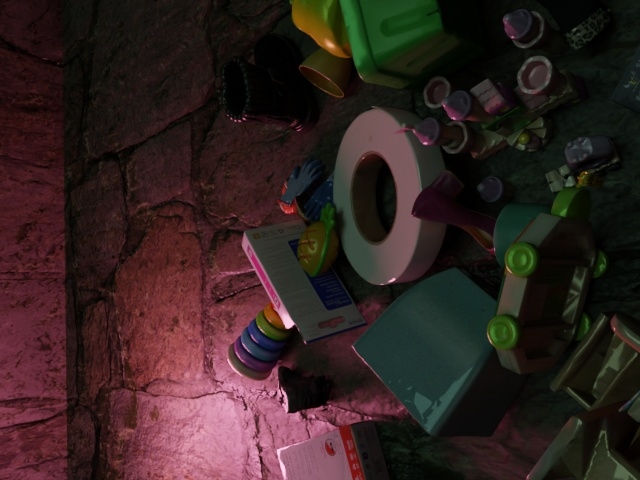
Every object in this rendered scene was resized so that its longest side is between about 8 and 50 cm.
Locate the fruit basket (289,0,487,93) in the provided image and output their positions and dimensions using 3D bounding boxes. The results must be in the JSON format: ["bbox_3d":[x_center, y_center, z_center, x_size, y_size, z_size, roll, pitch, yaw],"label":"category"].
[{"bbox_3d":[0.109,-0.440,1.321,0.392,0.392,0.283,-13,90,46],"label":"fruit basket"}]

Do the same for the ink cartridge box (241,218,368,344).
[{"bbox_3d":[-0.047,0.105,1.625,0.371,0.175,0.069,56,146,34],"label":"ink cartridge box"}]

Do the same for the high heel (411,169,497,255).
[{"bbox_3d":[0.280,-0.015,1.240,0.117,0.244,0.082,-50,20,-17],"label":"high heel"}]

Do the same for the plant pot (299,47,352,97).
[{"bbox_3d":[0.027,-0.440,1.628,0.134,0.134,0.095,30,88,44],"label":"plant pot"}]

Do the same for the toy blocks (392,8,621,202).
[{"bbox_3d":[0.323,-0.228,1.181,0.288,0.260,0.309,-30,66,42],"label":"toy blocks"}]

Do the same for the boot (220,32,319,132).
[{"bbox_3d":[-0.163,-0.444,1.722,0.131,0.260,0.348,-46,56,36],"label":"boot"}]

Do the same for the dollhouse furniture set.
[{"bbox_3d":[0.415,0.254,0.955,0.256,0.394,0.362,45,120,39],"label":"dollhouse furniture set"}]

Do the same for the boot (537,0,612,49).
[{"bbox_3d":[0.461,-0.470,1.162,0.178,0.236,0.085,48,154,-13],"label":"boot"}]

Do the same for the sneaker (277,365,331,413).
[{"bbox_3d":[-0.048,0.388,1.696,0.227,0.130,0.087,-165,75,-75],"label":"sneaker"}]

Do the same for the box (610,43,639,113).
[{"bbox_3d":[0.604,-0.294,1.024,0.183,0.059,0.233,41,118,40],"label":"box"}]

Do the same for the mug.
[{"bbox_3d":[0.399,0.008,1.192,0.097,0.129,0.158,6,128,46],"label":"mug"}]

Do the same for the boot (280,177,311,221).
[{"bbox_3d":[-0.064,-0.091,1.752,0.085,0.059,0.158,-61,40,31],"label":"boot"}]

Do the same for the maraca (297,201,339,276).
[{"bbox_3d":[0.000,0.000,1.572,0.127,0.099,0.186,-127,52,-64],"label":"maraca"}]

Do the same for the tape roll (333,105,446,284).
[{"bbox_3d":[0.142,-0.097,1.429,0.392,0.072,0.392,176,90,-65],"label":"tape roll"}]

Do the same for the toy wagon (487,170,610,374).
[{"bbox_3d":[0.393,0.052,1.084,0.068,0.267,0.345,19,101,46],"label":"toy wagon"}]

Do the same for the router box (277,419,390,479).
[{"bbox_3d":[0.049,0.640,1.566,0.301,0.082,0.336,-34,64,41],"label":"router box"}]

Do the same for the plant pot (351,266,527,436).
[{"bbox_3d":[0.267,0.198,1.248,0.247,0.247,0.252,44,106,39],"label":"plant pot"}]

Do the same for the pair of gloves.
[{"bbox_3d":[-0.016,-0.134,1.677,0.198,0.023,0.159,28,80,39],"label":"pair of gloves"}]

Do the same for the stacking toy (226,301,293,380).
[{"bbox_3d":[-0.121,0.222,1.756,0.330,0.141,0.141,-56,51,20],"label":"stacking toy"}]
